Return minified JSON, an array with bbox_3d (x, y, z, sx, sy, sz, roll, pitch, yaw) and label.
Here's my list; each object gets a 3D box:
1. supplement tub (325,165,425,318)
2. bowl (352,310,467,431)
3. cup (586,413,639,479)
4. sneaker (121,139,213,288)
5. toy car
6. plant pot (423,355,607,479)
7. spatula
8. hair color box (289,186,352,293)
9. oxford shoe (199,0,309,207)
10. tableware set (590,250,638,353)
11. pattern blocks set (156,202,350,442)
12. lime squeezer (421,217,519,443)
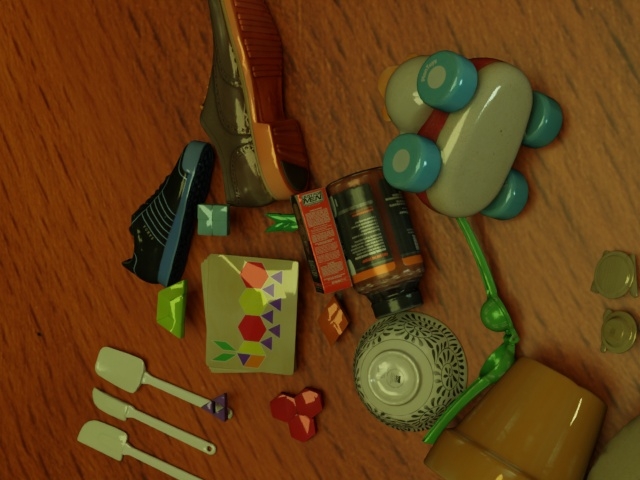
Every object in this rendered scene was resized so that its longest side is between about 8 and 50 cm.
[{"bbox_3d":[0.080,0.005,1.587,0.106,0.106,0.198,-19,83,20],"label":"supplement tub"},{"bbox_3d":[0.112,0.184,1.591,0.170,0.080,0.170,0,90,20],"label":"bowl"},{"bbox_3d":[0.481,0.363,1.309,0.331,0.237,0.331,0,102,1],"label":"cup"},{"bbox_3d":[-0.231,-0.046,1.716,0.090,0.081,0.232,20,101,13],"label":"sneaker"},{"bbox_3d":[0.151,-0.160,1.538,0.238,0.219,0.210,34,105,47],"label":"toy car"},{"bbox_3d":[0.267,0.260,1.482,0.205,0.205,0.188,31,86,18],"label":"plant pot"},{"bbox_3d":[-0.255,0.276,1.766,0.242,0.019,0.168,20,97,20],"label":"spatula"},{"bbox_3d":[0.000,0.000,1.585,0.043,0.072,0.141,-16,93,-10],"label":"hair color box"},{"bbox_3d":[-0.127,-0.224,1.655,0.132,0.130,0.364,-14,86,27],"label":"oxford shoe"},{"bbox_3d":[0.411,0.080,1.469,0.168,0.020,0.141,-2,79,51],"label":"tableware set"},{"bbox_3d":[-0.099,0.111,1.673,0.285,0.026,0.325,13,101,11],"label":"pattern blocks set"},{"bbox_3d":[0.213,0.124,1.556,0.110,0.059,0.310,8,90,8],"label":"lime squeezer"}]
